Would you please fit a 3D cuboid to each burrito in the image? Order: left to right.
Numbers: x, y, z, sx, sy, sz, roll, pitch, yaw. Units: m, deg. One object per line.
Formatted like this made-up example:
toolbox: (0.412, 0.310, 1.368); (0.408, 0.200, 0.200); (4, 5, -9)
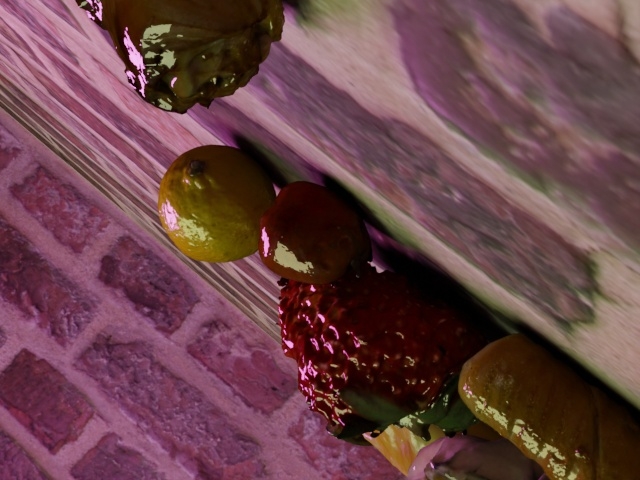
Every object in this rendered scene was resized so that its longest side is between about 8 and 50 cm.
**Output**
burrito: (0.226, 0.258, 0.979); (0.190, 0.135, 0.332); (15, 151, 54)

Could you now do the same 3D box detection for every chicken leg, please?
chicken leg: (-0.105, -0.153, 0.616); (0.251, 0.087, 0.107); (42, 153, 42)

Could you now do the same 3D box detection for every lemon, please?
lemon: (-0.094, -0.033, 1.018); (0.109, 0.109, 0.133); (37, 162, 25)

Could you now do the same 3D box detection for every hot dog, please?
hot dog: (0.216, 0.170, 0.769); (0.286, 0.088, 0.061); (36, 163, 13)

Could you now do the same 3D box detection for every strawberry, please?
strawberry: (0.056, 0.069, 0.924); (0.174, 0.098, 0.228); (10, -156, -21)

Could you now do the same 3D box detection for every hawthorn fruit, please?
hawthorn fruit: (0.000, 0.000, 0.879); (0.093, 0.081, 0.081); (28, 168, 16)

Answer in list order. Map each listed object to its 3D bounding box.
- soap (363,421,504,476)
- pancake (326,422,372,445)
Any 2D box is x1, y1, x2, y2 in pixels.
soap: (0.145, 0.227, 1.217); (0.427, 0.115, 0.306); (40, 171, -10)
pancake: (0.033, 0.166, 1.353); (0.184, 0.020, 0.190); (48, -148, -7)
